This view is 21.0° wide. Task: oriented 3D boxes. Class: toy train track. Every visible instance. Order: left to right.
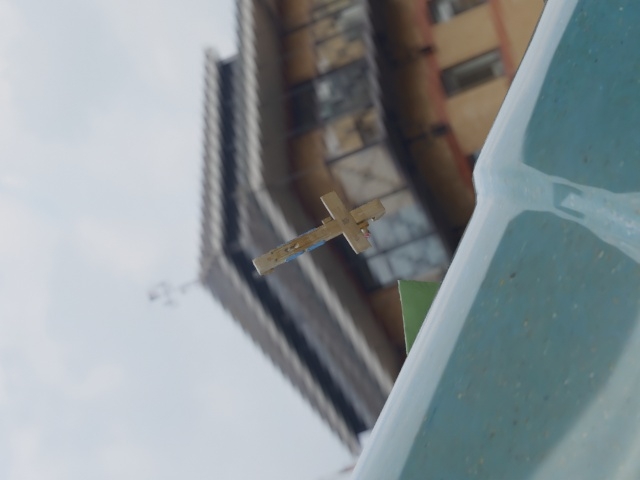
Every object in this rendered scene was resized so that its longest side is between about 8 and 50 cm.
[{"bbox_3d":[0.000,0.000,1.018,0.048,0.083,0.014,58,169,34],"label":"toy train track"}]

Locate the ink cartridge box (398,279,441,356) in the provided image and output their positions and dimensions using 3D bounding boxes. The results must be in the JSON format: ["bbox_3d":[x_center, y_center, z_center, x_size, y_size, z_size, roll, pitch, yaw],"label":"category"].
[{"bbox_3d":[0.158,0.137,1.379,0.056,0.171,0.235,137,132,-59],"label":"ink cartridge box"}]

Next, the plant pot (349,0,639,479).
[{"bbox_3d":[0.138,0.126,0.551,0.341,0.334,0.341,30,179,1],"label":"plant pot"}]
